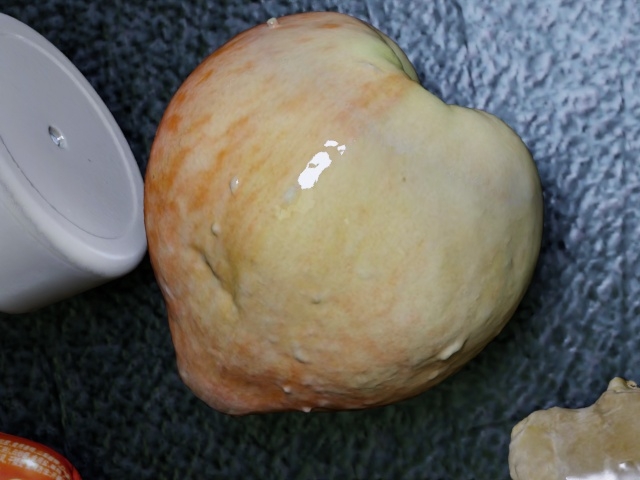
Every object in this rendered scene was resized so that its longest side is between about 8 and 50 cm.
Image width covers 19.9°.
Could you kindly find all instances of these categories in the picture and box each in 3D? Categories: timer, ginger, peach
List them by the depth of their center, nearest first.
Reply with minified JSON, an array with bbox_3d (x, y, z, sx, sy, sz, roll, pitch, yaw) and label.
[{"bbox_3d":[0.000,0.000,0.988,0.232,0.232,0.232,0,90,13],"label":"peach"},{"bbox_3d":[0.233,0.100,0.998,0.294,0.086,0.131,-33,73,3],"label":"ginger"},{"bbox_3d":[-0.255,0.005,1.078,0.266,0.175,0.175,-31,83,19],"label":"timer"}]

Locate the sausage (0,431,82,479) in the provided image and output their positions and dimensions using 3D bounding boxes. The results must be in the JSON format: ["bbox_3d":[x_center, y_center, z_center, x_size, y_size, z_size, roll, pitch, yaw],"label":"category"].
[{"bbox_3d":[-0.253,0.140,1.114,0.264,0.083,0.083,9,92,13],"label":"sausage"}]
